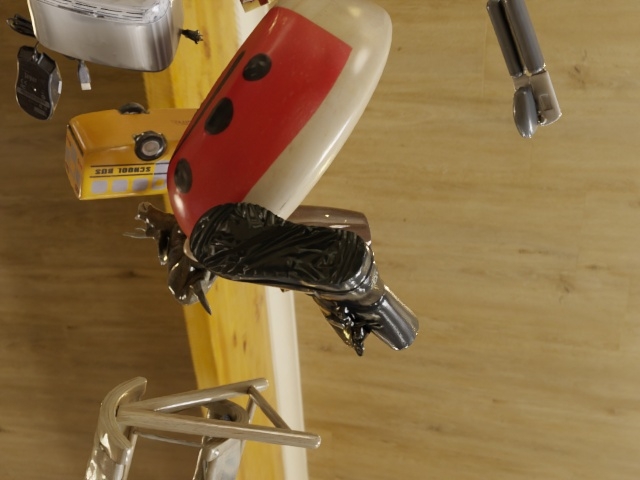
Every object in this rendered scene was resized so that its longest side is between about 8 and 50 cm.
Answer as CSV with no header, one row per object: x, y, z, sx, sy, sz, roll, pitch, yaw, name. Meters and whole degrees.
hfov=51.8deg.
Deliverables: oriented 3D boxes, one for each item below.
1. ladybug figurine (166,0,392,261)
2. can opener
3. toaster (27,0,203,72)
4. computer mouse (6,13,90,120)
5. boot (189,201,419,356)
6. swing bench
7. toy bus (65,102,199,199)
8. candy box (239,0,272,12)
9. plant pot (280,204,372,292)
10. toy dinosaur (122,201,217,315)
-0.077,-0.171,0.937,0.162,0.305,0.449,34,-93,-23,ladybug figurine
0.393,-0.340,1.275,0.074,0.093,0.280,-6,-65,41,can opener
-0.265,-0.306,0.843,0.227,0.146,0.129,13,-104,-7,toaster
-0.579,-0.362,1.445,0.184,0.060,0.262,23,-43,3,computer mouse
-0.017,0.055,0.799,0.247,0.094,0.207,11,-26,30,boot
-0.170,0.308,0.776,0.255,0.165,0.253,9,-78,-35,swing bench
-0.252,-0.155,1.132,0.108,0.333,0.130,52,-44,37,toy bus
-0.116,-0.485,1.189,0.053,0.186,0.109,-18,-66,15,candy box
0.000,0.000,1.608,0.231,0.215,0.215,-11,-64,-11,plant pot
-0.208,0.033,1.098,0.121,0.313,0.160,17,-59,-43,toy dinosaur
